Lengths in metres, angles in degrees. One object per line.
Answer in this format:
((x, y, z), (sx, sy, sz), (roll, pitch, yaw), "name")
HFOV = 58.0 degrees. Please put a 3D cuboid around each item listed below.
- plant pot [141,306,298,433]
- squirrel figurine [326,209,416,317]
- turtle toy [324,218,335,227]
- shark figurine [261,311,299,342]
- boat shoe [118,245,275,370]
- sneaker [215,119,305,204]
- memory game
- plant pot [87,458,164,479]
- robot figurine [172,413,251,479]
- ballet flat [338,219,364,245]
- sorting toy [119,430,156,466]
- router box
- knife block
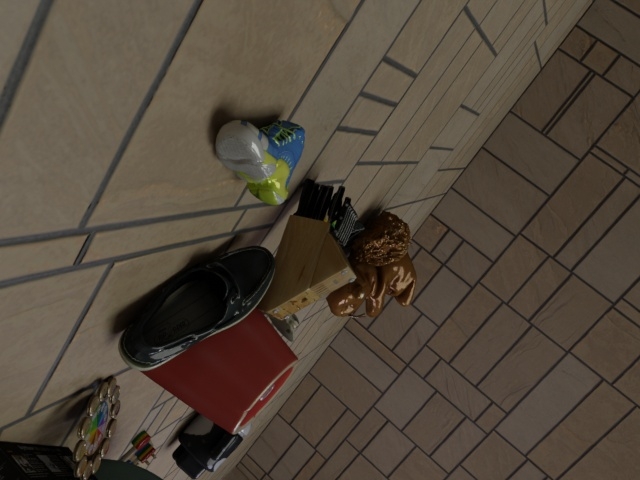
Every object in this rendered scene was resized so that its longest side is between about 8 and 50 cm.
((-0.194, 0.236, 1.175), (0.275, 0.243, 0.275), (-47, 166, -15), "plant pot")
((0.158, 0.085, 2.013), (0.370, 0.281, 0.397), (-16, 131, -50), "squirrel figurine")
((0.000, 0.000, 1.544), (0.130, 0.066, 0.095), (-50, 167, -2), "turtle toy")
((-0.139, 0.201, 1.645), (0.116, 0.166, 0.278), (-23, -178, -4), "shark figurine")
((-0.201, 0.099, 1.032), (0.340, 0.127, 0.113), (-30, 170, -32), "boat shoe")
((-0.085, -0.148, 0.876), (0.240, 0.091, 0.126), (75, 38, -74), "sneaker")
((-0.410, 0.348, 1.069), (0.186, 0.012, 0.186), (10, 90, -89), "memory game")
((-0.499, 0.612, 1.300), (0.290, 0.195, 0.290), (-46, 166, -15), "plant pot")
((-0.359, 0.646, 1.918), (0.278, 0.209, 0.173), (-45, 149, -17), "robot figurine")
((0.074, 0.001, 1.815), (0.173, 0.049, 0.057), (-49, 166, -17), "ballet flat")
((-0.513, 0.619, 1.606), (0.132, 0.046, 0.274), (-43, 165, -28), "sorting toy")
((-0.441, 0.463, 0.988), (0.081, 0.243, 0.309), (-46, 166, -17), "router box")
((-0.039, 0.003, 1.229), (0.275, 0.242, 0.088), (-30, 155, 5), "knife block")
